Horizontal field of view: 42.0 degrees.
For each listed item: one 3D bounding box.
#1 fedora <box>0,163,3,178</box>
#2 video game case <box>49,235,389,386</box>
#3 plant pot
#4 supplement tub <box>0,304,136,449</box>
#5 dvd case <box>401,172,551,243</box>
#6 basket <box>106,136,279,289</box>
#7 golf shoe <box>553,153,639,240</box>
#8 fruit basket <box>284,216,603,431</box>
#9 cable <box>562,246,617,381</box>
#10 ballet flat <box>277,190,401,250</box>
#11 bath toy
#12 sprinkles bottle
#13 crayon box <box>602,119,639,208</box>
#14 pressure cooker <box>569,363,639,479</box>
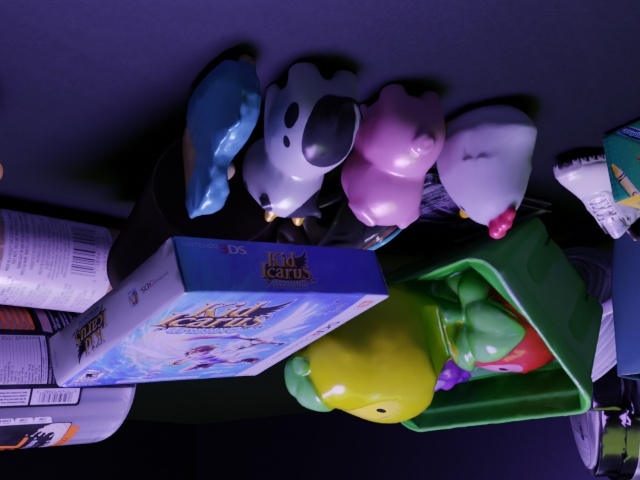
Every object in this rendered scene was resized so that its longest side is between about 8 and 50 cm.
[{"bbox_3d":[-0.364,-0.095,0.710,0.194,0.079,0.194,0,168,0],"label":"fedora"},{"bbox_3d":[-0.104,0.082,0.881,0.270,0.061,0.244,4,149,-44],"label":"video game case"},{"bbox_3d":[0.476,0.054,1.072,0.166,0.234,0.165,-16,159,39],"label":"plant pot"},{"bbox_3d":[-0.412,0.167,1.053,0.316,0.193,0.194,9,160,-44],"label":"supplement tub"},{"bbox_3d":[0.166,-0.038,1.086,0.221,0.018,0.164,10,159,-36],"label":"dvd case"},{"bbox_3d":[-0.126,-0.012,0.913,0.204,0.154,0.227,-3,160,-17],"label":"basket"},{"bbox_3d":[0.340,-0.048,0.974,0.176,0.086,0.069,13,159,-37],"label":"golf shoe"},{"bbox_3d":[0.138,0.151,1.103,0.392,0.283,0.392,-36,-171,6],"label":"fruit basket"},{"bbox_3d":[0.359,0.121,1.265,0.089,0.257,0.257,41,107,-17],"label":"cable"},{"bbox_3d":[0.000,0.000,1.066,0.280,0.096,0.095,-38,-176,47],"label":"ballet flat"},{"bbox_3d":[0.051,-0.069,0.785,0.348,0.129,0.151,4,161,-24],"label":"bath toy"},{"bbox_3d":[-0.361,0.024,1.017,0.355,0.121,0.121,11,158,-39],"label":"sprinkles bottle"},{"bbox_3d":[0.462,-0.080,0.895,0.278,0.081,0.165,9,159,-34],"label":"crayon box"},{"bbox_3d":[0.585,0.236,1.478,0.421,0.375,0.369,-5,132,6],"label":"pressure cooker"}]
